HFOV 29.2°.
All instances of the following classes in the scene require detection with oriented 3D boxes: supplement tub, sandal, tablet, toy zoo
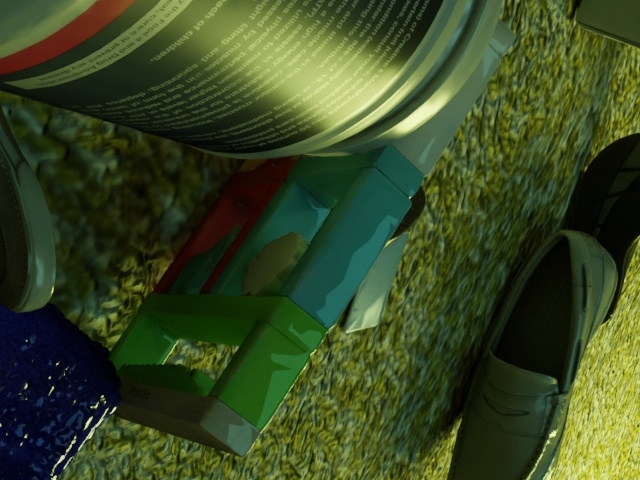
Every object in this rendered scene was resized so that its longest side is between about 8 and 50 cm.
[{"bbox_3d":[-0.054,-0.135,0.468,0.272,0.191,0.191,13,102,-60],"label":"supplement tub"},{"bbox_3d":[0.302,-0.011,1.272,0.060,0.090,0.219,-39,145,-66],"label":"sandal"},{"bbox_3d":[0.043,0.031,0.955,0.054,0.006,0.083,-7,119,-57],"label":"tablet"},{"bbox_3d":[-0.007,-0.026,0.656,0.030,0.192,0.293,40,72,-20],"label":"toy zoo"}]

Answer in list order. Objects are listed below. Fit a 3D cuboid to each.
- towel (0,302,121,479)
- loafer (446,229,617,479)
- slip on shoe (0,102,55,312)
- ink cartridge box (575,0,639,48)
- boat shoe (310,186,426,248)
[{"bbox_3d":[-0.222,0.135,0.528,0.308,0.076,0.228,-57,151,-13],"label":"towel"},{"bbox_3d":[0.192,0.139,1.191,0.111,0.112,0.319,29,80,-56],"label":"loafer"},{"bbox_3d":[-0.145,-0.034,0.492,0.041,0.051,0.135,-14,85,-40],"label":"slip on shoe"},{"bbox_3d":[0.371,-0.273,1.131,0.289,0.121,0.211,-11,122,-56],"label":"ink cartridge box"},{"bbox_3d":[0.000,0.000,0.814,0.178,0.064,0.060,-35,171,-39],"label":"boat shoe"}]
